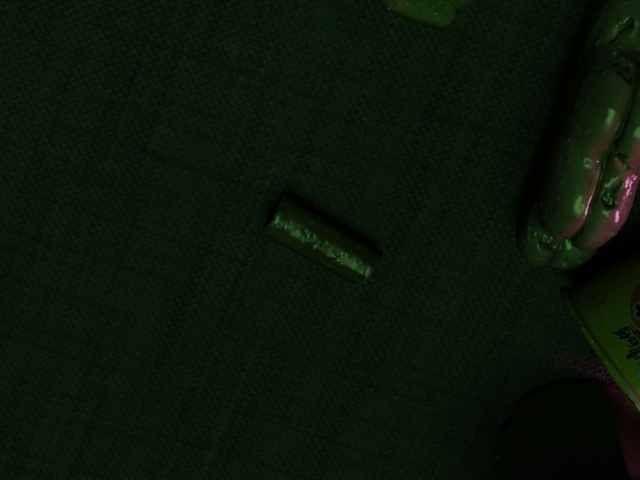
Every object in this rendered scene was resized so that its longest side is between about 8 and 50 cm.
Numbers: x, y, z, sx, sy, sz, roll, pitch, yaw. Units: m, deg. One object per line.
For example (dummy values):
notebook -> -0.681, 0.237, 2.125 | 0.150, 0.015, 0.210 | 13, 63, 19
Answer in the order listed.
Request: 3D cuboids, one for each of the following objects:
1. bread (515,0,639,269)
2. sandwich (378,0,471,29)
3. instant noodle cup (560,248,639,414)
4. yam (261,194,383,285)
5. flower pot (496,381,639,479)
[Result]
bread -> 0.279, -0.103, 1.816 | 0.102, 0.183, 0.337 | 18, 118, 0
sandwich -> 0.070, -0.295, 1.758 | 0.090, 0.088, 0.244 | -33, 115, 22
instant noodle cup -> 0.404, 0.094, 1.895 | 0.200, 0.264, 0.264 | -38, 113, 11
yam -> 0.000, 0.000, 1.949 | 0.132, 0.054, 0.054 | 30, 116, -16
flower pot -> 0.303, 0.304, 1.996 | 0.290, 0.259, 0.290 | 1, 122, 1
